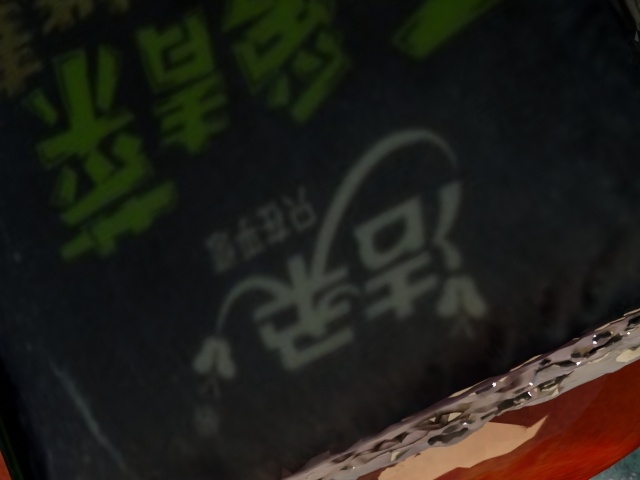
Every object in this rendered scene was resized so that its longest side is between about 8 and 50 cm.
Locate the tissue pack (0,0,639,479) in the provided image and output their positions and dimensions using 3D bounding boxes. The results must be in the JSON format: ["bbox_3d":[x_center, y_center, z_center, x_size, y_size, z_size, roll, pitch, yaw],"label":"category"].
[{"bbox_3d":[-0.021,-0.064,0.433,0.173,0.235,0.073,-28,168,25],"label":"tissue pack"}]

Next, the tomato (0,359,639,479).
[{"bbox_3d":[0.000,0.000,0.808,0.325,0.293,0.290,-42,170,20],"label":"tomato"}]
